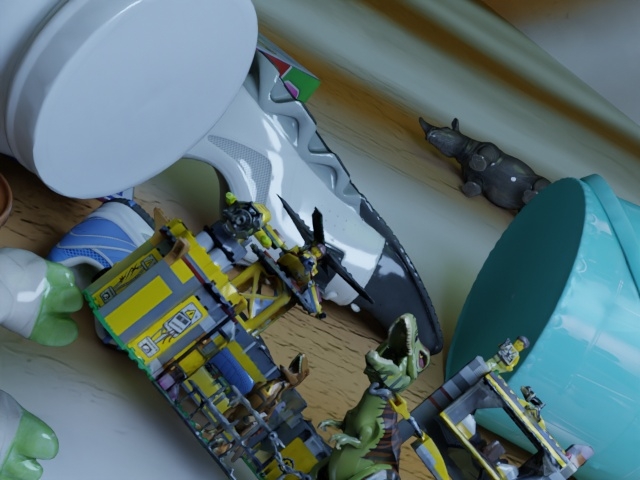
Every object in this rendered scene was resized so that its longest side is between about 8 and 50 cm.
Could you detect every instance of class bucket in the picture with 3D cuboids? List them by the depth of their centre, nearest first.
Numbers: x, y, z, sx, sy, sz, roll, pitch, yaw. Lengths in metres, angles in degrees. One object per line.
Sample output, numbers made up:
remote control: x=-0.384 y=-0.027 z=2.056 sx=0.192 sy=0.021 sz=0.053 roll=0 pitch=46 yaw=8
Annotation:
bucket: x=0.252 y=0.085 z=0.970 sx=0.183 sy=0.281 sz=0.281 roll=26 pitch=25 yaw=-9

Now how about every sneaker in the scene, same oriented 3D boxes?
sneaker: x=-0.117 y=0.064 z=0.784 sx=0.211 sy=0.080 sz=0.081 roll=42 pitch=49 yaw=15
sneaker: x=-0.018 y=0.000 z=0.985 sx=0.330 sy=0.146 sz=0.122 roll=53 pitch=-5 yaw=-11

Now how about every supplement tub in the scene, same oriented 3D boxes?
supplement tub: x=-0.219 y=-0.204 z=0.787 sx=0.316 sy=0.228 sz=0.228 roll=45 pitch=26 yaw=20

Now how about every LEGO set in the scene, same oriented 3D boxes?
LEGO set: x=0.035 y=0.086 z=0.630 sx=0.331 sy=0.192 sz=0.255 roll=49 pitch=-6 yaw=18

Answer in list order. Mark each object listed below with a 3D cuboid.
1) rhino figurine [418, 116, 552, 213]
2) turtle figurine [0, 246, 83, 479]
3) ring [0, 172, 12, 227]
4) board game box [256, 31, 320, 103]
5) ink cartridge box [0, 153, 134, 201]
rhino figurine: x=0.237 y=-0.103 z=1.528 sx=0.243 sy=0.073 sz=0.106 roll=37 pitch=28 yaw=9
turtle figurine: x=-0.190 y=0.094 z=0.473 sx=0.266 sy=0.275 sz=0.197 roll=-16 pitch=90 yaw=-66
ring: x=-0.351 y=-0.064 z=0.628 sx=0.337 sy=0.032 sz=0.336 roll=16 pitch=16 yaw=-5
board game box: x=-0.150 y=-0.252 z=1.231 sx=0.242 sy=0.064 sz=0.316 roll=40 pitch=10 yaw=13
ink cartridge box: x=-0.312 y=-0.155 z=0.932 sx=0.324 sy=0.071 sz=0.330 roll=26 pitch=28 yaw=-20
